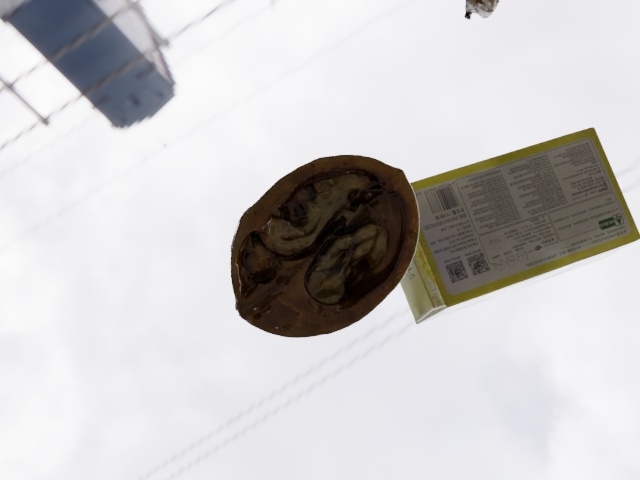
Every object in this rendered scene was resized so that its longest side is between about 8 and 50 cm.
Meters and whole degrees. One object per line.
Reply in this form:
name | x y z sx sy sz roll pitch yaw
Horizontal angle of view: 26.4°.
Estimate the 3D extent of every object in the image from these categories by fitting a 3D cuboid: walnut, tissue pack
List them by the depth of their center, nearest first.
walnut | 0.000 0.000 0.770 0.121 0.091 0.052 -40 -168 3
tissue pack | 0.138 -0.012 1.016 0.176 0.062 0.095 -18 -100 -23

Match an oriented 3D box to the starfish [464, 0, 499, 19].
starfish | 0.075 -0.321 1.023 0.094 0.375 0.327 -32 -114 18
